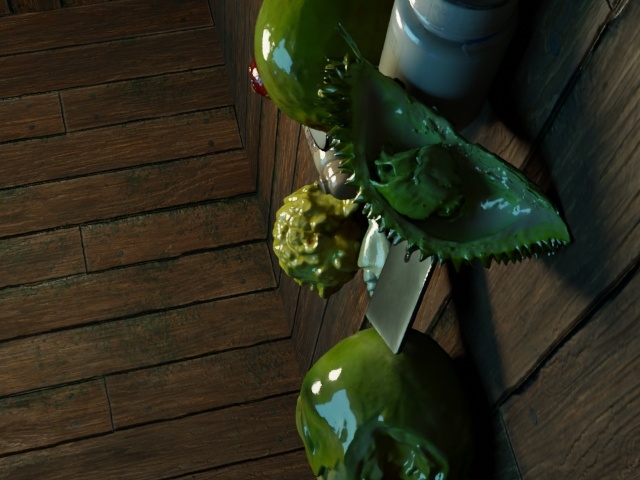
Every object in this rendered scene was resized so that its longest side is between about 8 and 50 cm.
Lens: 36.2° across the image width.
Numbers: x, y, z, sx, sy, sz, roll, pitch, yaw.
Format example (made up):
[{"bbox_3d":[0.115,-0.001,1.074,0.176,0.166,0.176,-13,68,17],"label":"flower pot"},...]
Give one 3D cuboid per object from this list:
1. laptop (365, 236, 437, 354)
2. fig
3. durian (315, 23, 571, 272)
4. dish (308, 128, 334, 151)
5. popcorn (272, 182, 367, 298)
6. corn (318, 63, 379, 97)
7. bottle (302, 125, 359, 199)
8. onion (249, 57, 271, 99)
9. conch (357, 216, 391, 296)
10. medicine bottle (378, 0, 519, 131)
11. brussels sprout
[{"bbox_3d":[0.140,0.024,1.498,0.187,0.015,0.269,-130,58,-70],"label":"laptop"},{"bbox_3d":[0.032,-0.317,1.441,0.258,0.258,0.326,130,144,-77],"label":"fig"},{"bbox_3d":[0.127,-0.089,1.169,0.355,0.157,0.169,42,123,3],"label":"durian"},{"bbox_3d":[0.016,-0.329,1.845,0.316,0.106,0.316,168,90,-84],"label":"dish"},{"bbox_3d":[0.010,-0.005,2.037,0.235,0.217,0.181,70,-165,13],"label":"popcorn"},{"bbox_3d":[0.101,-0.196,1.293,0.067,0.206,0.067,-171,90,-87],"label":"corn"},{"bbox_3d":[0.025,-0.176,1.971,0.097,0.110,0.209,73,180,-57],"label":"bottle"},{"bbox_3d":[-0.091,-0.324,1.925,0.097,0.107,0.107,-40,49,28],"label":"onion"},{"bbox_3d":[0.106,0.038,1.877,0.088,0.065,0.180,-158,67,-80],"label":"conch"},{"bbox_3d":[0.149,-0.241,1.138,0.258,0.144,0.143,99,158,-66],"label":"medicine bottle"},{"bbox_3d":[0.097,0.298,1.582,0.344,0.268,0.344,-23,63,58],"label":"brussels sprout"}]
